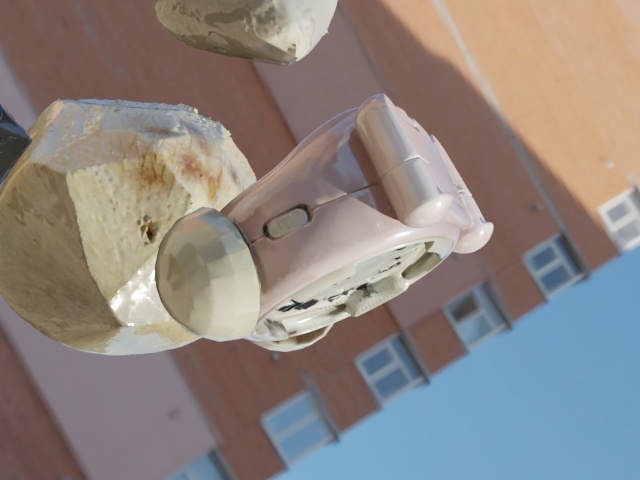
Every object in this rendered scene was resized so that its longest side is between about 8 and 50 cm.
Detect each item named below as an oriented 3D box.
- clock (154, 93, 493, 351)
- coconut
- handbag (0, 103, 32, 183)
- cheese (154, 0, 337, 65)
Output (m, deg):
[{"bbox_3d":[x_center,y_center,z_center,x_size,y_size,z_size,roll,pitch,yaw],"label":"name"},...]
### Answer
[{"bbox_3d":[0.000,0.000,1.610,0.184,0.326,0.342,60,12,21],"label":"clock"},{"bbox_3d":[-0.267,-0.022,2.043,0.415,0.415,0.344,32,-40,42],"label":"coconut"},{"bbox_3d":[-0.448,-0.003,1.382,0.342,0.288,0.152,-29,-69,38],"label":"handbag"},{"bbox_3d":[-0.070,-0.288,1.666,0.198,0.189,0.154,14,-29,27],"label":"cheese"}]
